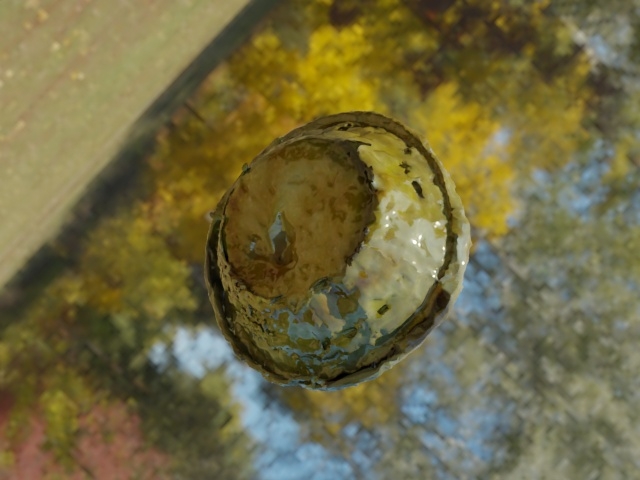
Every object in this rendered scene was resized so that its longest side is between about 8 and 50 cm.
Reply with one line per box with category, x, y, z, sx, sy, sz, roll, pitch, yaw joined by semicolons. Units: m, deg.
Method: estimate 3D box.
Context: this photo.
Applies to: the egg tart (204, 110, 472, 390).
egg tart;-0.002;0.000;1.045;0.212;0.212;0.090;-45;142;9
